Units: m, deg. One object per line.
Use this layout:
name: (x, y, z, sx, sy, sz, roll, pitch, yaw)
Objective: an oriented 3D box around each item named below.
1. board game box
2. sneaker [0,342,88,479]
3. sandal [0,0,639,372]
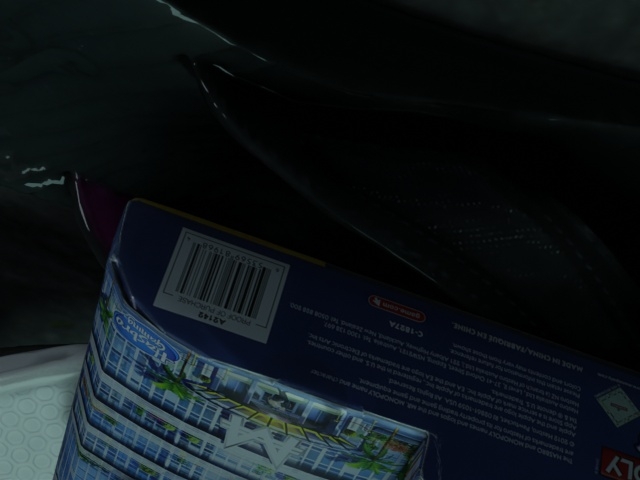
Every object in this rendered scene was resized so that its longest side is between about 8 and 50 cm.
board game box: (0.008, 0.094, 0.424, 0.194, 0.060, 0.194, 19, 141, -4)
sneaker: (-0.129, 0.065, 0.546, 0.296, 0.147, 0.104, -6, 113, -2)
sandal: (-0.002, 0.001, 0.433, 0.446, 0.107, 0.167, 21, 144, -19)
